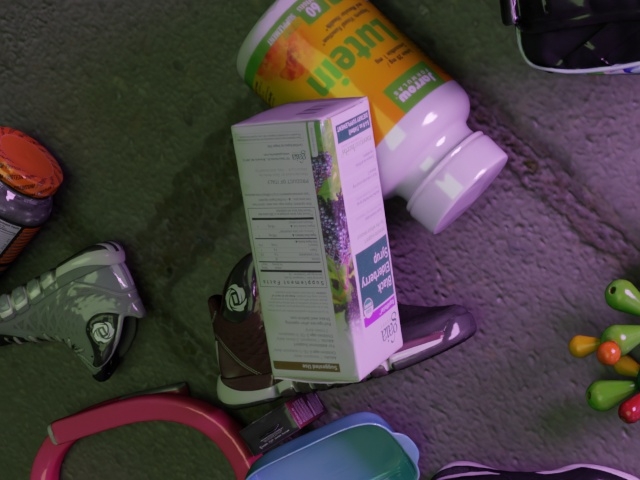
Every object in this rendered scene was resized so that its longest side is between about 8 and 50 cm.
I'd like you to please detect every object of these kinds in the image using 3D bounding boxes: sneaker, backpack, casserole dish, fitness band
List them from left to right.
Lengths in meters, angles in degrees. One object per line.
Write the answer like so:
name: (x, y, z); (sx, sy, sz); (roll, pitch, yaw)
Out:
sneaker: (-0.283, 0.104, 1.515); (0.229, 0.086, 0.132); (-29, 89, 21)
fitness band: (-0.188, 0.269, 1.518); (0.291, 0.054, 0.209); (-17, 92, 24)
sneaker: (0.003, 0.061, 1.388); (0.281, 0.106, 0.162); (-16, 89, 23)
casserole dish: (0.009, 0.230, 1.416); (0.188, 0.037, 0.114); (-28, 123, 13)
sneaker: (0.195, 0.261, 1.331); (0.217, 0.121, 0.079); (-1, 98, 21)
backpack: (0.293, -0.251, 1.180); (0.253, 0.191, 0.225); (-1, 102, 29)

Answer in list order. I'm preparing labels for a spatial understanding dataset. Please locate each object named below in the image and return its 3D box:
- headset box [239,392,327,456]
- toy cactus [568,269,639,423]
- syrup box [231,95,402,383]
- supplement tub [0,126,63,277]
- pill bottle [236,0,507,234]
headset box: (-0.038, 0.183, 1.431); (0.062, 0.083, 0.032); (-35, 84, 21)
toy cactus: (0.337, 0.089, 1.272); (0.180, 0.112, 0.219); (35, 100, 3)
syrup box: (0.000, 0.000, 1.255); (0.096, 0.093, 0.237); (-1, 106, 30)
supplement tub: (-0.364, -0.023, 1.509); (0.117, 0.117, 0.190); (45, 110, 10)
pill bottle: (0.051, -0.125, 1.322); (0.246, 0.136, 0.136); (44, 110, 10)
